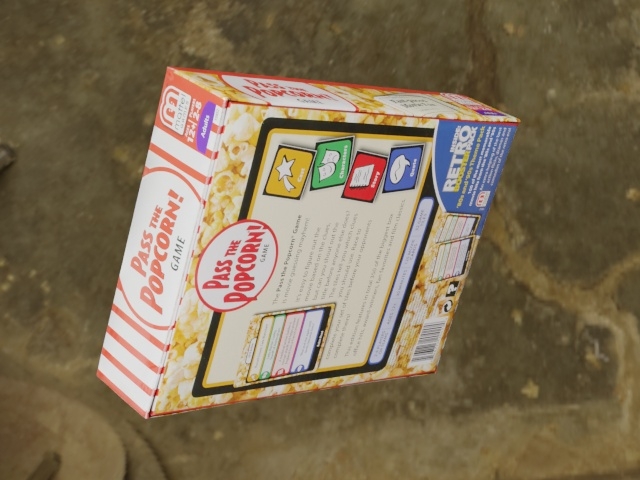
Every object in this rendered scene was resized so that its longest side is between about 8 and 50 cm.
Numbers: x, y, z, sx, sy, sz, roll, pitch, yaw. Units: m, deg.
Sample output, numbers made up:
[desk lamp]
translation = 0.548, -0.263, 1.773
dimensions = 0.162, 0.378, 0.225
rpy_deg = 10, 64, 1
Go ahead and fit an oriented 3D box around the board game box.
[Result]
[board game box]
translation = 0.000, 0.000, 0.566
dimensions = 0.045, 0.193, 0.147
rpy_deg = 32, 113, 40
